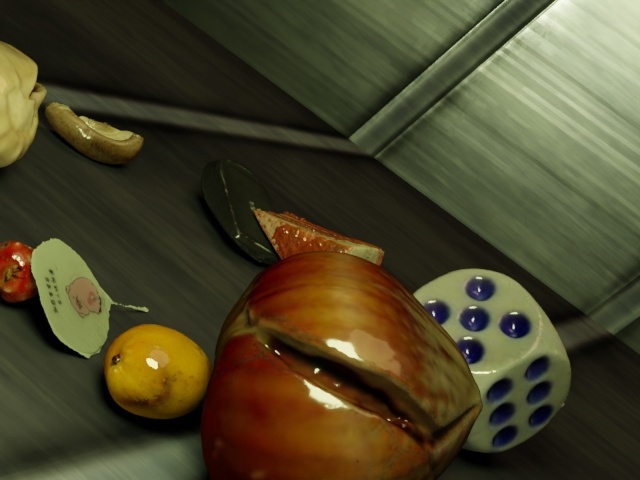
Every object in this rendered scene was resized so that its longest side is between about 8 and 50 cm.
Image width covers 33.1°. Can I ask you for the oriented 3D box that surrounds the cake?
[{"bbox_3d":[0.000,0.000,2.181,0.262,0.159,0.158,58,23,19],"label":"cake"}]

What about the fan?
[{"bbox_3d":[-0.324,0.088,1.580,0.310,0.010,0.182,20,49,-69],"label":"fan"}]

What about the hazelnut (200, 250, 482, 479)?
[{"bbox_3d":[0.016,0.194,1.392,0.359,0.359,0.409,30,15,-15],"label":"hazelnut"}]

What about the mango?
[{"bbox_3d":[-0.215,0.180,1.482,0.145,0.112,0.219,39,5,14],"label":"mango"}]

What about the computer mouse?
[{"bbox_3d":[-0.171,-0.053,2.247,0.168,0.087,0.295,34,27,-42],"label":"computer mouse"}]

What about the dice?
[{"bbox_3d":[0.292,0.218,1.969,0.251,0.243,0.259,50,-19,42],"label":"dice"}]

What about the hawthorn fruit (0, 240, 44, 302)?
[{"bbox_3d":[-0.423,0.044,1.479,0.093,0.093,0.093,32,17,-11],"label":"hawthorn fruit"}]

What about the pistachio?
[{"bbox_3d":[-0.577,-0.238,1.811,0.318,0.214,0.193,40,-29,48],"label":"pistachio"}]

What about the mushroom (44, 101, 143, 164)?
[{"bbox_3d":[-0.448,-0.202,2.134,0.210,0.072,0.094,19,21,-34],"label":"mushroom"}]
